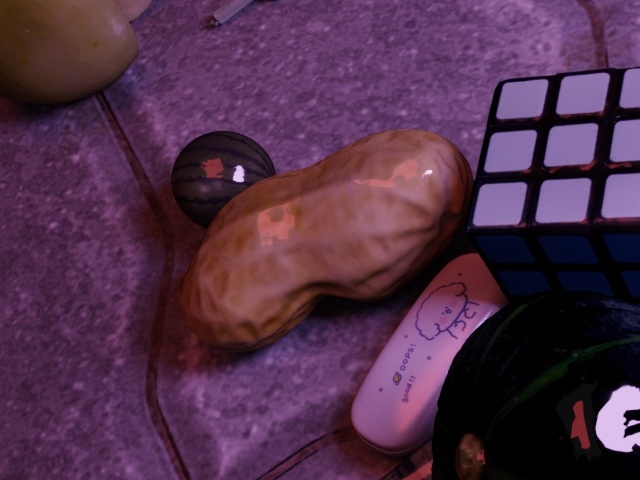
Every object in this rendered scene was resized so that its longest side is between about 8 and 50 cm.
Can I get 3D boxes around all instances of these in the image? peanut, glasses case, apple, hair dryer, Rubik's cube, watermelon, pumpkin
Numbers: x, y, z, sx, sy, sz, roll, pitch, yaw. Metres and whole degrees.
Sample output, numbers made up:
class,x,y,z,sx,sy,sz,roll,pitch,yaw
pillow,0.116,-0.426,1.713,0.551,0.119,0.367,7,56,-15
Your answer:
class,x,y,z,sx,sy,sz,roll,pitch,yaw
peanut,0.000,0.000,1.126,0.305,0.147,0.147,-21,49,15
glasses case,0.099,0.096,1.054,0.076,0.049,0.197,25,72,40
apple,-0.340,-0.312,1.473,0.292,0.254,0.292,-19,48,23
hair dryer,-0.092,-0.295,1.468,0.124,0.038,0.063,-36,45,13
Rubik's cube,0.227,-0.031,0.997,0.162,0.160,0.163,-4,55,28
watermelon,-0.086,-0.059,1.242,0.133,0.105,0.105,4,59,18
pumpkin,0.205,0.161,0.856,0.248,0.248,0.248,-16,51,20

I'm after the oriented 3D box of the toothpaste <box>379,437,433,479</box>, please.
class,x,y,z,sx,sy,sz,roll,pitch,yaw
toothpaste,0.109,0.175,1.003,0.216,0.037,0.062,-35,48,-4
